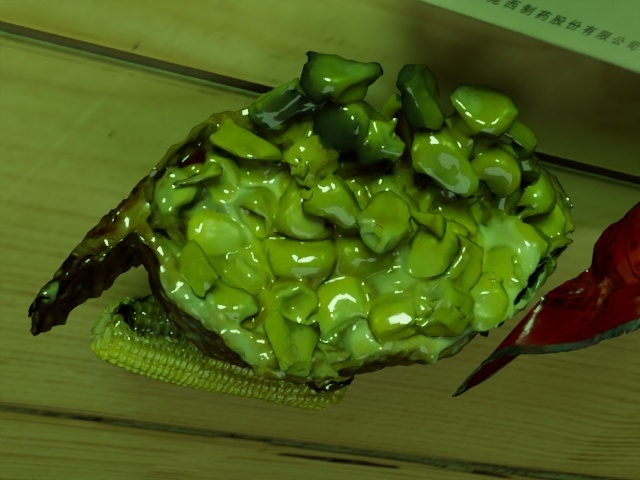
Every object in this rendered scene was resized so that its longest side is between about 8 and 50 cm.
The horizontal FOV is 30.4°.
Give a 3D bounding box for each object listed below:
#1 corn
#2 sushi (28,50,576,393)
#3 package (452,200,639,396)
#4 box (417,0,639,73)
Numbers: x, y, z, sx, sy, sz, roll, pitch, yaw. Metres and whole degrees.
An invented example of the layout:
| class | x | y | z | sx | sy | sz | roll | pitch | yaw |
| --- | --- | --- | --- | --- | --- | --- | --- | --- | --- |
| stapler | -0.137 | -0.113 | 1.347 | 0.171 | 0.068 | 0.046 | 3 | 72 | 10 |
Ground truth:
| class | x | y | z | sx | sy | sz | roll | pitch | yaw |
| --- | --- | --- | --- | --- | --- | --- | --- | --- | --- |
| corn | -0.067 | 0.081 | 0.868 | 0.203 | 0.072 | 0.072 | 14 | 147 | -25 |
| sushi | 0.003 | -0.001 | 0.652 | 0.297 | 0.166 | 0.179 | 11 | 171 | -11 |
| package | 0.184 | 0.007 | 0.645 | 0.194 | 0.071 | 0.269 | -27 | 179 | -21 |
| box | 0.185 | -0.141 | 0.499 | 0.261 | 0.062 | 0.175 | 13 | 147 | -25 |
